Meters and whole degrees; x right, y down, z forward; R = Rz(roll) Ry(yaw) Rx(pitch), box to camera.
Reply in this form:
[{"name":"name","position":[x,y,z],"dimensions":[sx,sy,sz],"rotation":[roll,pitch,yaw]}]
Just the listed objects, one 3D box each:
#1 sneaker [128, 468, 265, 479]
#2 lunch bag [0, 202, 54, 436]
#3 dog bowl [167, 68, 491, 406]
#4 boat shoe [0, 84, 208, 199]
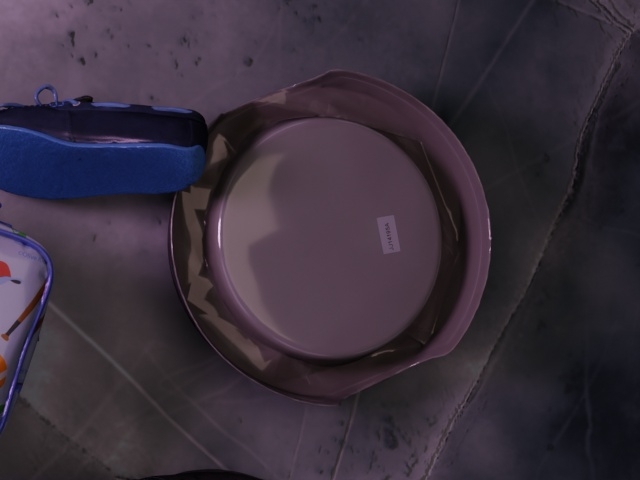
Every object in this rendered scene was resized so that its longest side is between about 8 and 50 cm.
[{"name":"sneaker","position":[-0.178,0.293,1.808],"dimensions":[0.341,0.139,0.125],"rotation":[-3,83,-22]},{"name":"lunch bag","position":[-0.398,0.060,1.687],"dimensions":[0.303,0.115,0.243],"rotation":[19,82,-19]},{"name":"dog bowl","position":[0.000,0.000,1.921],"dimensions":[0.349,0.102,0.349],"rotation":[2,85,-20]},{"name":"boat shoe","position":[-0.237,-0.094,1.832],"dimensions":[0.258,0.109,0.089],"rotation":[8,44,5]}]
